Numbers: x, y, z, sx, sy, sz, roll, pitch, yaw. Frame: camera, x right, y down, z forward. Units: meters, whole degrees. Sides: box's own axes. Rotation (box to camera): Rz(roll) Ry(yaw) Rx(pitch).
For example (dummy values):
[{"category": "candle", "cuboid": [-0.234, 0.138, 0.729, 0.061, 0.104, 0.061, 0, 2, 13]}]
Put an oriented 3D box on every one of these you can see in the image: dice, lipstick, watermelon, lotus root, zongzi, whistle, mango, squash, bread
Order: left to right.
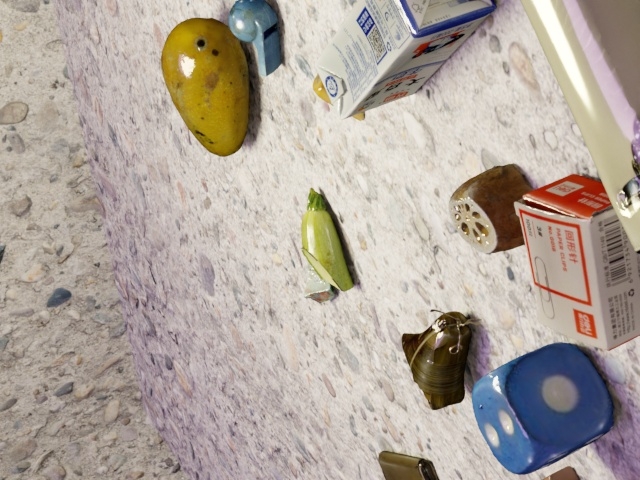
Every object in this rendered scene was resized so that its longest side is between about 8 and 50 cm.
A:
[{"category": "mango", "cuboid": [-0.220, -0.290, 2.291, 0.176, 0.176, 0.329, -68, -19, -48]}, {"category": "whistle", "cuboid": [-0.120, -0.377, 2.071, 0.090, 0.090, 0.157, 48, 152, 42]}, {"category": "watermelon", "cuboid": [-0.012, 0.088, 2.283, 0.085, 0.061, 0.085, 44, 153, 30]}, {"category": "squash", "cuboid": [-0.002, 0.002, 2.161, 0.090, 0.075, 0.200, -77, -30, -82]}, {"category": "bread", "cuboid": [0.036, -0.244, 1.887, 0.049, 0.103, 0.062, 1, 68, 56]}, {"category": "zongzi", "cuboid": [0.179, 0.149, 1.880, 0.184, 0.084, 0.187, -120, 27, -46]}, {"category": "lotus root", "cuboid": [0.237, -0.036, 1.567, 0.112, 0.081, 0.122, 63, 159, -7]}, {"category": "dice", "cuboid": [0.297, 0.228, 1.569, 0.143, 0.147, 0.146, 64, 159, 15]}, {"category": "lipstick", "cuboid": [0.341, 0.381, 1.744, 0.045, 0.045, 0.145, 63, 159, 18]}]

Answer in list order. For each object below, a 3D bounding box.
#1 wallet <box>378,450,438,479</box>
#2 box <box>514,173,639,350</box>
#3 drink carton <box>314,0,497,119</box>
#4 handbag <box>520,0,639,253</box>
[{"category": "wallet", "cuboid": [0.174, 0.462, 2.239, 0.110, 0.031, 0.198, 68, 159, -3]}, {"category": "box", "cuboid": [0.318, 0.024, 1.386, 0.133, 0.099, 0.182, 27, 135, 57]}, {"category": "drink carton", "cuboid": [0.105, -0.276, 1.570, 0.106, 0.131, 0.315, 67, 160, 7]}, {"category": "handbag", "cuboid": [0.306, -0.192, 1.026, 0.358, 0.237, 0.160, 66, 157, 5]}]
